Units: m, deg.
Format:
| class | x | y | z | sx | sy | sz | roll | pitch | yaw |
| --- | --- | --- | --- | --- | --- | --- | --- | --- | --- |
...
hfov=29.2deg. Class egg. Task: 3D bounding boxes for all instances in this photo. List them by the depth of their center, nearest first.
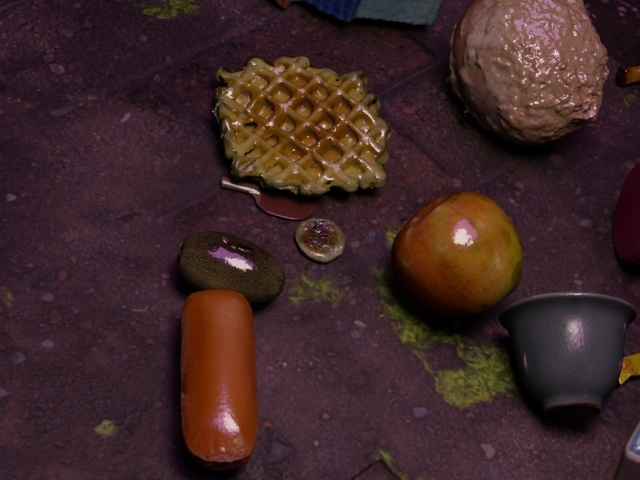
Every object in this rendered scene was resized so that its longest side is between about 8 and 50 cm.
| class | x | y | z | sx | sy | sz | roll | pitch | yaw |
| --- | --- | --- | --- | --- | --- | --- | --- | --- | --- |
| egg | 0.353 | -0.309 | 2.111 | 0.279 | 0.279 | 0.310 | -12 | 68 | -25 |

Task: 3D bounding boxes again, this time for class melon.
| class | x | y | z | sx | sy | sz | roll | pitch | yaw |
| --- | --- | --- | --- | --- | --- | --- | --- | --- | --- |
| melon | -0.129 | 0.042 | 1.779 | 0.162 | 0.099 | 0.099 | 19 | 48 | -5 |

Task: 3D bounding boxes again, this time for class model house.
| class | x | y | z | sx | sy | sz | roll | pitch | yaw |
| --- | --- | --- | --- | --- | --- | --- | --- | --- | --- |
| model house | 0.056 | -0.547 | 2.247 | 0.329 | 0.251 | 0.295 | -2 | 52 | -10 |

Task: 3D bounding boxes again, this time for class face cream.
| class | x | y | z | sx | sy | sz | roll | pitch | yaw |
| --- | --- | --- | --- | --- | --- | --- | --- | --- | --- |
| face cream | 0.598 | -0.030 | 1.999 | 0.195 | 0.175 | 0.175 | 12 | 49 | -8 |

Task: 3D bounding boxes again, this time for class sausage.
| class | x | y | z | sx | sy | sz | roll | pitch | yaw |
| --- | --- | --- | --- | --- | --- | --- | --- | --- | --- |
| sausage | -0.138 | 0.183 | 1.655 | 0.105 | 0.105 | 0.274 | 5 | 50 | -12 |

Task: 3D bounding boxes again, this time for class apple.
| class | x | y | z | sx | sy | sz | roll | pitch | yaw |
| --- | --- | --- | --- | --- | --- | --- | --- | --- | --- |
| apple | 0.206 | 0.025 | 1.829 | 0.196 | 0.196 | 0.196 | 8 | 49 | -10 |

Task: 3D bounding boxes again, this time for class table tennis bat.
| class | x | y | z | sx | sy | sz | roll | pitch | yaw |
| --- | --- | --- | --- | --- | --- | --- | --- | --- | --- |
| table tennis bat | -0.082 | -0.074 | 1.948 | 0.156 | 0.013 | 0.087 | 14 | 51 | -7 |

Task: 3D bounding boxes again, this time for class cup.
| class | x | y | z | sx | sy | sz | roll | pitch | yaw |
| --- | --- | --- | --- | --- | --- | --- | --- | --- | --- |
| cup | 0.359 | 0.176 | 1.773 | 0.199 | 0.199 | 0.150 | 6 | 68 | -12 |

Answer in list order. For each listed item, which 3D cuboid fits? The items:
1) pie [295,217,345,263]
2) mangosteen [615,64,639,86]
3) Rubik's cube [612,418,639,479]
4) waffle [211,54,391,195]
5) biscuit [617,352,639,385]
| class | x | y | z | sx | sy | sz | roll | pitch | yaw |
| --- | --- | --- | --- | --- | --- | --- | --- | --- | --- |
| pie | 0.000 | 0.000 | 1.904 | 0.085 | 0.017 | 0.085 | 8 | 49 | -9 |
| mangosteen | 0.679 | -0.340 | 2.288 | 0.261 | 0.235 | 0.235 | -19 | 44 | 24 |
| Rubik's cube | 0.557 | 0.326 | 1.542 | 0.344 | 0.347 | 0.346 | 24 | 46 | 20 |
| waffle | -0.032 | -0.186 | 2.019 | 0.297 | 0.073 | 0.317 | 0 | 52 | -13 |
| biscuit | 0.566 | 0.176 | 1.916 | 0.292 | 0.026 | 0.048 | -11 | 74 | -24 |
